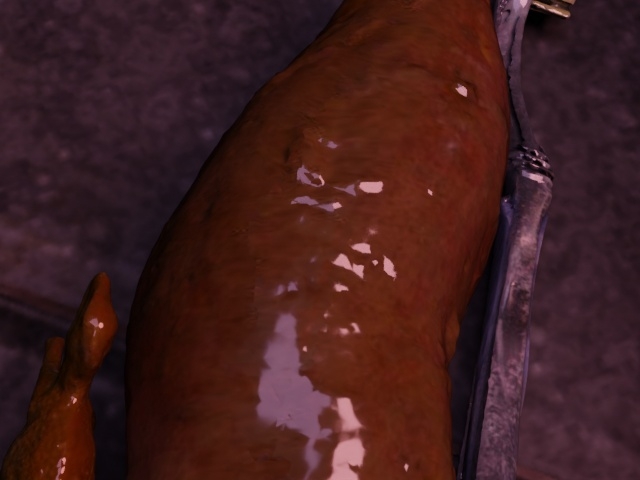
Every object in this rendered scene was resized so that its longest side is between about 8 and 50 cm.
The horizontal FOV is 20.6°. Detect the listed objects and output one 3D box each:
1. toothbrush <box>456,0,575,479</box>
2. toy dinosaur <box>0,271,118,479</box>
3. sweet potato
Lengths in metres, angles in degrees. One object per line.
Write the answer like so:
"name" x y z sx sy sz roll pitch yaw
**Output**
"toothbrush" 0.075 0.017 0.703 0.042 0.035 0.413 12 60 -3
"toy dinosaur" -0.097 0.103 0.585 0.039 0.126 0.162 18 42 -19
"sweet potato" 0.001 0.002 0.658 0.131 0.131 0.337 10 60 1
